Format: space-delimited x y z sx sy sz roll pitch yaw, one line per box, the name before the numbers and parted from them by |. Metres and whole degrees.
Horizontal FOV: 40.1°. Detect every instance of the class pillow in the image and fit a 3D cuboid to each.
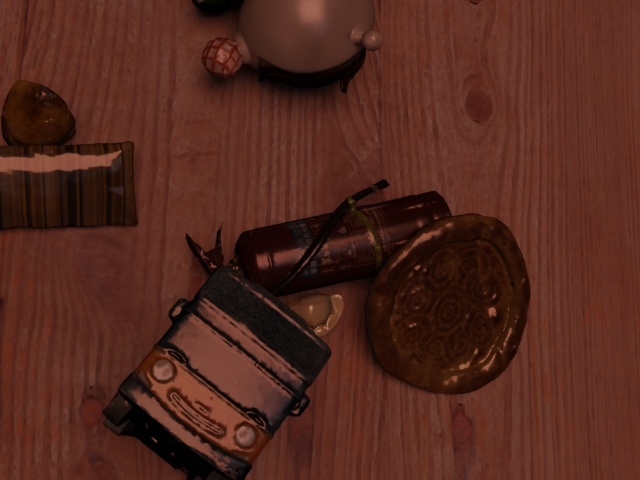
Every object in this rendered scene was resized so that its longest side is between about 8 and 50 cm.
pillow | -0.337 -0.069 1.118 0.203 0.038 0.113 -2 101 -15

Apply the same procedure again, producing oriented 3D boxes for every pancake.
pancake | 0.174 0.088 1.162 0.249 0.031 0.250 -5 105 -19

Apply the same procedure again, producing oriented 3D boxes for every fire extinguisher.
fire extinguisher | 0.000 0.000 1.154 0.341 0.105 0.142 -11 62 -15

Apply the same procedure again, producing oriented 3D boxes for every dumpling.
dumpling | -0.009 0.100 1.158 0.077 0.043 0.060 -21 98 -32

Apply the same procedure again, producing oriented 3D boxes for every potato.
potato | -0.366 -0.155 1.110 0.096 0.103 0.066 26 69 -3

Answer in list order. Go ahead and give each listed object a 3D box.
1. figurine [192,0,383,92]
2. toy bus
figurine | -0.073 -0.342 1.192 0.370 0.167 0.281 39 67 9
toy bus | -0.121 0.165 0.971 0.162 0.323 0.194 39 69 -1
